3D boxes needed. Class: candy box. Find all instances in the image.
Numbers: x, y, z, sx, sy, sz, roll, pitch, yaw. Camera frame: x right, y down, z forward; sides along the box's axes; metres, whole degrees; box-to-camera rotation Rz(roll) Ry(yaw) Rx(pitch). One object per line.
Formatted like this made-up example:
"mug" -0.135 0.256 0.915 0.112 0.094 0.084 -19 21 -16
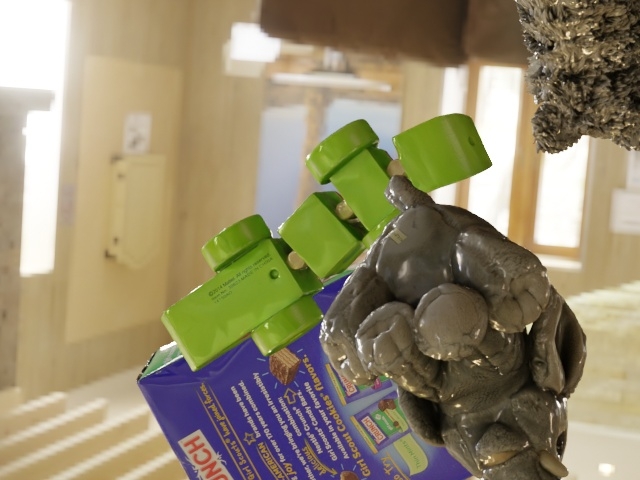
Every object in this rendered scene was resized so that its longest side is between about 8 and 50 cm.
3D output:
"candy box" -0.003 0.187 1.538 0.317 0.268 0.122 -27 -172 9

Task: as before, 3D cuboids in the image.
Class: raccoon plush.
"raccoon plush" 0.261 -0.229 1.519 0.216 0.299 0.446 8 -167 36

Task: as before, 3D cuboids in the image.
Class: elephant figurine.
"elephant figurine" 0.117 0.102 0.967 0.169 0.186 0.239 9 144 50

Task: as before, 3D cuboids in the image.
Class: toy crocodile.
"toy crocodile" 0.000 0.000 1.216 0.340 0.115 0.105 -40 170 16
